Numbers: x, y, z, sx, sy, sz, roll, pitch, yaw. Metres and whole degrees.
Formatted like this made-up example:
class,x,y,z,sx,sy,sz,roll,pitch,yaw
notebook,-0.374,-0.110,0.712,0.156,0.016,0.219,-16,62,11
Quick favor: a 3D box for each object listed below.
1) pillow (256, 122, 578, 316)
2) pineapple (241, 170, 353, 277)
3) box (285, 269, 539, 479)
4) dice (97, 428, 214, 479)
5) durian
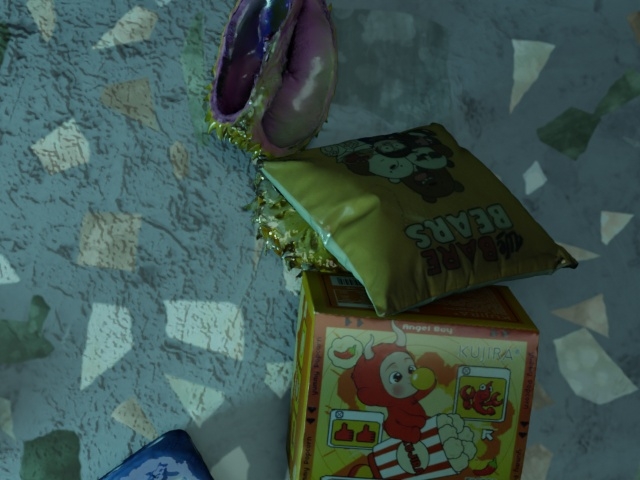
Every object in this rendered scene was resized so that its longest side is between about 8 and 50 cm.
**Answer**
class,x,y,z,sx,sy,sz,roll,pitch,yaw
pillow,0.121,-0.035,1.829,0.310,0.119,0.312,-11,47,-34
pineapple,0.000,0.000,1.931,0.233,0.079,0.135,21,77,1
box,0.109,0.194,1.821,0.283,0.214,0.259,5,102,-5
dice,-0.204,0.334,1.839,0.146,0.146,0.143,-31,90,-8
durian,-0.054,-0.224,1.922,0.186,0.154,0.260,37,75,-24
